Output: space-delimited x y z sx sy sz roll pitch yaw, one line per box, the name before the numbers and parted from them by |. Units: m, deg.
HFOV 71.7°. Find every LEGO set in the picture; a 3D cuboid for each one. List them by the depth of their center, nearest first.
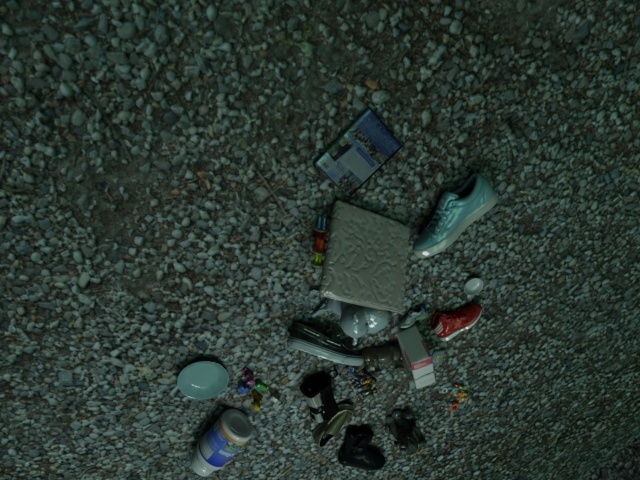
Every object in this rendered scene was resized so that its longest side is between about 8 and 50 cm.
LEGO set | -0.257 0.626 1.795 0.087 0.093 0.227 -38 119 8

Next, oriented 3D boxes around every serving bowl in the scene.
serving bowl | 0.621 0.183 1.814 0.083 0.027 0.084 -6 118 -11

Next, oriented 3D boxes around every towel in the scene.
towel | 0.158 0.060 1.521 0.316 0.053 0.332 17 70 -22

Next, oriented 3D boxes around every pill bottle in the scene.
pill bottle | -0.416 0.844 1.836 0.152 0.152 0.272 33 105 -26

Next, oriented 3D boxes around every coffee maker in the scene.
coffee maker | 0.017 0.656 1.862 0.171 0.120 0.178 -18 120 -4

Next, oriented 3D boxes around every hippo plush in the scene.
hippo plush | 0.124 0.222 1.595 0.293 0.237 0.235 -9 119 -9

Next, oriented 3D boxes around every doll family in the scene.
doll family | 0.185 0.589 1.895 0.111 0.076 0.193 -21 117 3

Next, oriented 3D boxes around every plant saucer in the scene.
plant saucer | -0.458 0.536 1.734 0.194 0.037 0.195 -6 119 -10

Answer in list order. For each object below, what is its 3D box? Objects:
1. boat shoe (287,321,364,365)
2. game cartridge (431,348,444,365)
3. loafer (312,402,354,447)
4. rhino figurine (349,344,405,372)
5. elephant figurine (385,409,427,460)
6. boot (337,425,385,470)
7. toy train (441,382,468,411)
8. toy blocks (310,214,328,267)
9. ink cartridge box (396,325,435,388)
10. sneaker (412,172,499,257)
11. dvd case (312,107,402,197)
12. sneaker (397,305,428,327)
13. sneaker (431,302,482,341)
boat shoe | 0.035 0.404 1.731 0.335 0.121 0.119 22 76 -23
game cartridge | 0.519 0.522 1.972 0.055 0.017 0.083 -2 117 -8
loafer | 0.064 0.832 1.981 0.094 0.087 0.251 31 106 -25
rhino figurine | 0.230 0.497 1.847 0.243 0.107 0.073 -6 159 -9
elephant figurine | 0.393 0.910 2.012 0.185 0.239 0.170 4 115 -16
boot | 0.218 0.976 2.088 0.246 0.094 0.207 11 118 -12
toy train | 0.642 0.753 2.102 0.125 0.046 0.166 -27 120 1
toy blocks | 0.000 0.000 1.517 0.054 0.123 0.148 5 117 0
ink cartridge box | 0.391 0.479 1.809 0.092 0.159 0.218 -22 134 1
sneaker | 0.451 -0.099 1.581 0.366 0.135 0.150 -42 111 0
dvd case | 0.124 -0.282 1.459 0.253 0.022 0.180 -44 119 10
sneaker | 0.371 0.308 1.813 0.135 0.052 0.058 -28 110 -7
sneaker | 0.558 0.320 1.837 0.221 0.087 0.128 -44 119 9
